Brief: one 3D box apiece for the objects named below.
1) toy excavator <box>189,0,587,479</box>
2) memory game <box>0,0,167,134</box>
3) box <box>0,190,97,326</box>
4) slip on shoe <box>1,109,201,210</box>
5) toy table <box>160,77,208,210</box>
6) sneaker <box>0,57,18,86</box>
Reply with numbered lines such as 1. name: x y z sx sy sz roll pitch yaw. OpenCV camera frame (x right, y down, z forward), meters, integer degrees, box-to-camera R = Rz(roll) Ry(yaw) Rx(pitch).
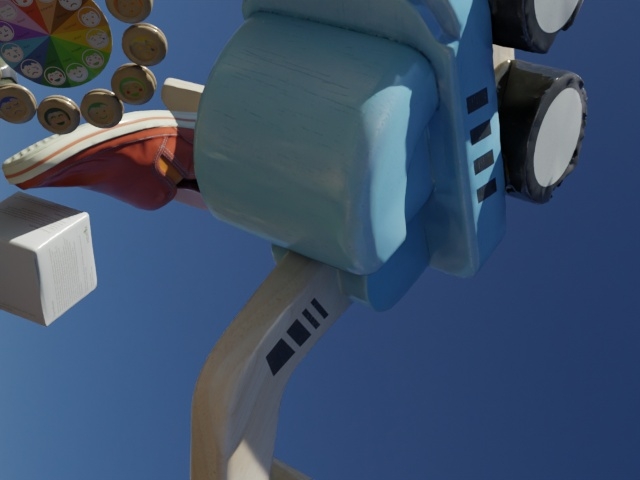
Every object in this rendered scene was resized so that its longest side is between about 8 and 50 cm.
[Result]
1. toy excavator: 0.000 0.000 0.682 0.222 0.445 0.433 23 -35 33
2. memory game: -0.215 -0.161 0.727 0.012 0.186 0.186 -89 -158 -49
3. box: -0.308 0.018 0.971 0.101 0.087 0.102 17 -55 22
4. slip on shoe: -0.204 -0.084 1.026 0.123 0.331 0.101 -15 -92 34
5. toy table: -0.135 -0.150 1.418 0.252 0.274 0.161 -106 -154 -54
6. sneaker: -0.419 -0.179 1.017 0.300 0.111 0.121 4 -76 55
